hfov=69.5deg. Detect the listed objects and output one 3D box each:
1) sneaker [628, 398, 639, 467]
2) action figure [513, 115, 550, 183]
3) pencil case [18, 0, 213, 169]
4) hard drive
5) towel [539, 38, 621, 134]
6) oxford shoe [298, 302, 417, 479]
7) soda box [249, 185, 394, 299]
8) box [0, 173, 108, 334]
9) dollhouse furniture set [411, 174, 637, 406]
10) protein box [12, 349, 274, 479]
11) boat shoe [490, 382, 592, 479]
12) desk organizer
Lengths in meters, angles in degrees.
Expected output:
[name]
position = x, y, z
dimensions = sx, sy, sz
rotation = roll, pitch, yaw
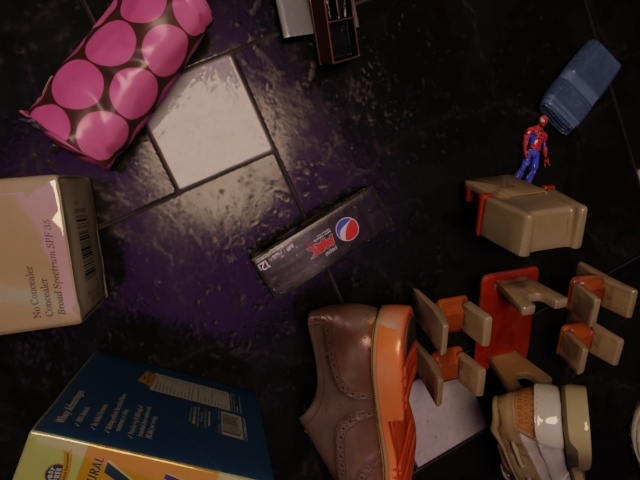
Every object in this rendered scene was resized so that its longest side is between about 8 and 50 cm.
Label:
[sneaker]
position = 0.550, 0.256, 0.687
dimensions = 0.101, 0.108, 0.271
rotation = 5, 96, -15
[action figure]
position = 0.290, -0.114, 0.630
dimensions = 0.038, 0.030, 0.115
rotation = 14, 90, -9
[pencil case]
position = -0.207, -0.181, 0.478
dimensions = 0.098, 0.095, 0.209
rotation = 35, 85, 7
[hard drive]
position = -0.013, -0.309, 0.542
dimensions = 0.094, 0.022, 0.135
rotation = -14, 99, -12
[towel]
position = 0.353, -0.211, 0.634
dimensions = 0.067, 0.029, 0.119
rotation = 40, 87, -14
[oxford shoe]
position = 0.048, 0.245, 0.582
dimensions = 0.133, 0.130, 0.363
rotation = 3, 104, 19
[soda box]
position = 0.000, 0.000, 0.560
dimensions = 0.169, 0.053, 0.060
rotation = -32, 102, -8
[box]
position = -0.387, 0.021, 0.436
dimensions = 0.312, 0.121, 0.147
rotation = -8, 98, -12
[dollhouse furniture set]
position = 0.245, 0.058, 0.596
dimensions = 0.262, 0.135, 0.258
rotation = -8, 114, -12
[protein box]
position = -0.173, 0.230, 0.467
dimensions = 0.201, 0.200, 0.135
rotation = 20, 90, -14
[boat shoe]
position = 0.289, 0.274, 0.606
dimensions = 0.104, 0.113, 0.302
rotation = -3, 133, 25
[desk organizer]
position = 0.016, -0.264, 0.507
dimensions = 0.047, 0.050, 0.130
rotation = -16, 116, -11
